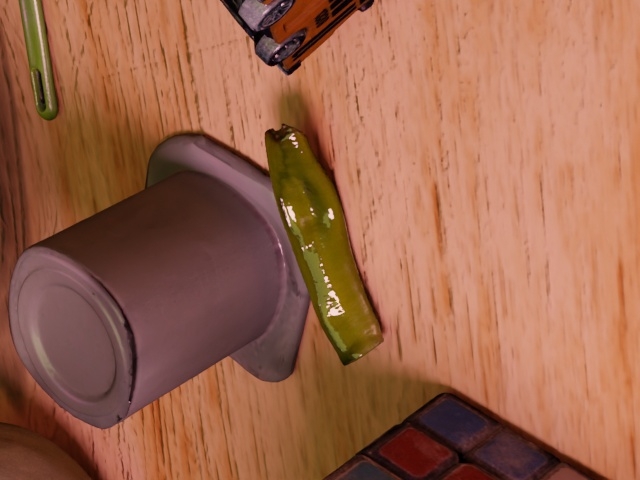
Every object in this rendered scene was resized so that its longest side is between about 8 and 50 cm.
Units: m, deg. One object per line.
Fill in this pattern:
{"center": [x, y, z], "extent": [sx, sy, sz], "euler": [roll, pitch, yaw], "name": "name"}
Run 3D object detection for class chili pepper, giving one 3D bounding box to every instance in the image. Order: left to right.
{"center": [0.000, 0.000, 1.403], "extent": [0.052, 0.050, 0.202], "euler": [-10, 108, 28], "name": "chili pepper"}

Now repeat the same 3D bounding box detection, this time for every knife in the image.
{"center": [-0.250, -0.201, 1.540], "extent": [0.054, 0.015, 0.212], "euler": [13, 121, 37], "name": "knife"}

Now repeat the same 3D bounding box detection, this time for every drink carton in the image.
{"center": [-0.136, 0.036, 1.451], "extent": [0.185, 0.189, 0.191], "euler": [38, 132, 27], "name": "drink carton"}

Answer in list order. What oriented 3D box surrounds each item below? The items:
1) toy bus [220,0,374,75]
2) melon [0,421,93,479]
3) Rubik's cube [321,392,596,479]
{"center": [-0.026, -0.194, 1.222], "extent": [0.098, 0.114, 0.201], "euler": [49, 177, 10], "name": "toy bus"}
{"center": [-0.311, 0.311, 1.707], "extent": [0.271, 0.271, 0.308], "euler": [16, 116, 35], "name": "melon"}
{"center": [0.097, 0.336, 1.330], "extent": [0.293, 0.292, 0.287], "euler": [31, 129, 28], "name": "Rubik's cube"}
